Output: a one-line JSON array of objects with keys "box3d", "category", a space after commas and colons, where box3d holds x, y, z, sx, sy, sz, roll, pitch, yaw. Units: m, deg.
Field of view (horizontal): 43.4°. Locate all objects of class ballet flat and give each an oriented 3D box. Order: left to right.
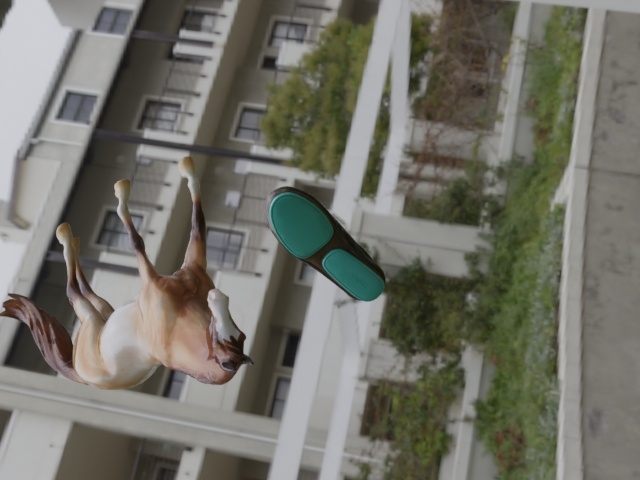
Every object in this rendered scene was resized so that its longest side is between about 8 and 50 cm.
[{"box3d": [0.000, 0.000, 1.321, 0.280, 0.095, 0.096, 46, -169, -31], "category": "ballet flat"}]

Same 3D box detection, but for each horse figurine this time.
[{"box3d": [-0.153, 0.052, 0.636, 0.066, 0.263, 0.174, -1, -111, -52], "category": "horse figurine"}]
